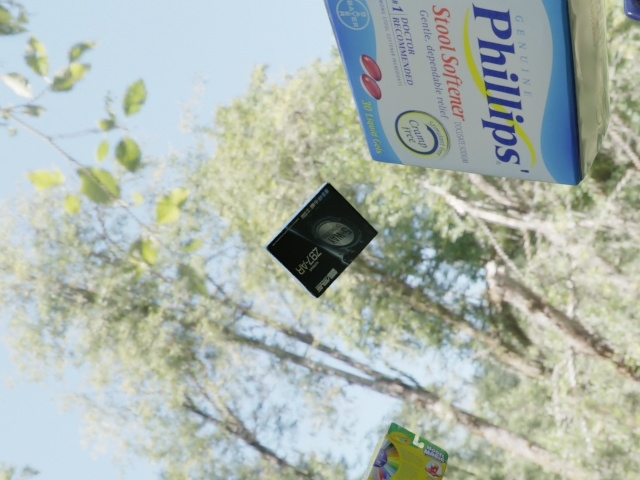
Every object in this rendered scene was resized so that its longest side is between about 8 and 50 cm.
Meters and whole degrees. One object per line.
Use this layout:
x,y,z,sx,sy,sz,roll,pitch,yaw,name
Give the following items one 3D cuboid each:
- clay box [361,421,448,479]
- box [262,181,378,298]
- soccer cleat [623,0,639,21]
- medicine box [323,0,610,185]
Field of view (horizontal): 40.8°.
0.136,0.443,1.519,0.222,0.127,0.053,-59,-3,-42,clay box
0.000,0.000,0.772,0.083,0.067,0.018,-46,10,-11,box
0.257,-0.211,0.546,0.289,0.121,0.093,53,-136,-71,soccer cleat
0.186,-0.224,1.039,0.149,0.289,0.263,-56,-38,-34,medicine box
